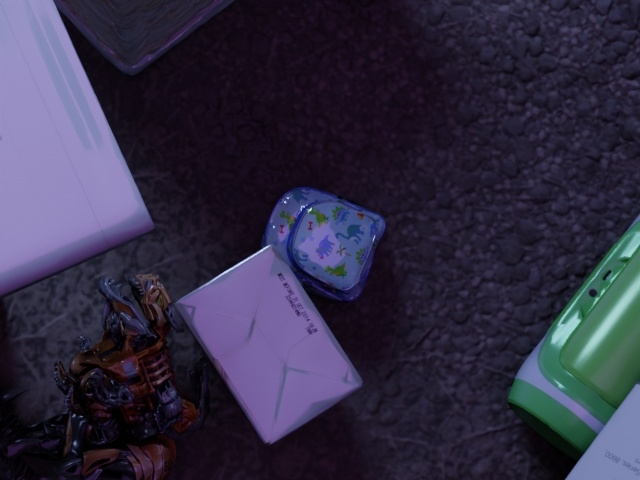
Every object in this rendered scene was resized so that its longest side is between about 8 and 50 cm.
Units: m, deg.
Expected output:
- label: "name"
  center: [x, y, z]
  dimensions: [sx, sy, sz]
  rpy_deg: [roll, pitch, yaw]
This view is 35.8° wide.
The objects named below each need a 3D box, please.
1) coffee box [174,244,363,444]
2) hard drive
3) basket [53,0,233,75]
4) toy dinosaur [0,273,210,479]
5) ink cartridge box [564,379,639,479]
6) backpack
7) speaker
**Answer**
- label: "coffee box"
  center: [-0.054, 0.092, 0.911]
  dimensions: [0.098, 0.246, 0.141]
  rpy_deg: [-32, 89, -8]
- label: "hard drive"
  center: [-0.321, -0.042, 0.661]
  dimensions: [0.353, 0.047, 0.233]
  rpy_deg: [-24, 90, -10]
- label: "basket"
  center: [-0.173, -0.391, 0.923]
  dimensions: [0.331, 0.266, 0.328]
  rpy_deg: [-42, 93, -6]
- label: "toy dinosaur"
  center: [-0.211, 0.195, 0.940]
  dimensions: [0.218, 0.164, 0.322]
  rpy_deg: [1, 82, -22]
- label: "ink cartridge box"
  center: [0.451, 0.197, 0.957]
  dimensions: [0.395, 0.166, 0.285]
  rpy_deg: [-50, 122, -8]
- label: "backpack"
  center: [0.000, 0.000, 1.007]
  dimensions: [0.114, 0.084, 0.105]
  rpy_deg: [22, 81, -2]
- label: "speaker"
  center: [0.324, 0.083, 1.022]
  dimensions: [0.131, 0.131, 0.296]
  rpy_deg: [40, 82, -3]
